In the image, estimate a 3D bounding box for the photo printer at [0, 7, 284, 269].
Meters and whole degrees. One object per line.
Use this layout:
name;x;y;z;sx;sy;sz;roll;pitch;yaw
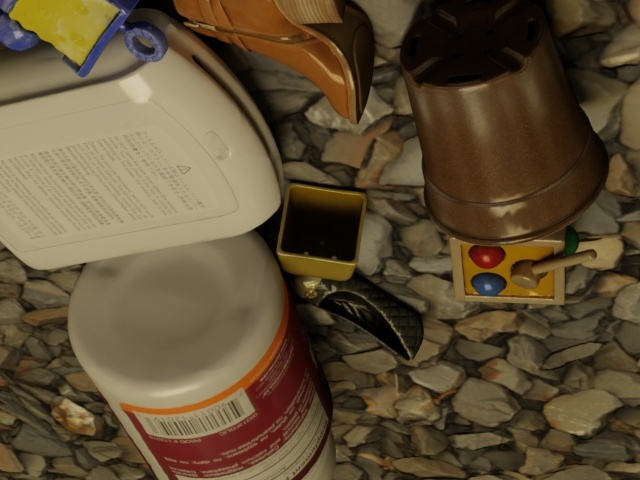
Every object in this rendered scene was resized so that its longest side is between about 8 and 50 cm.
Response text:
photo printer;-0.201;-0.092;1.449;0.307;0.107;0.256;-10;140;25

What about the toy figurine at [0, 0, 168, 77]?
toy figurine;-0.238;-0.175;1.256;0.217;0.191;0.362;27;142;-16

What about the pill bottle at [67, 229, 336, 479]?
pill bottle;-0.109;0.159;1.671;0.224;0.224;0.392;0;147;13

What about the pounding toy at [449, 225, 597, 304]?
pounding toy;0.199;0.009;1.502;0.141;0.100;0.130;2;145;11

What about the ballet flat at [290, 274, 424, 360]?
ballet flat;0.043;0.077;1.677;0.173;0.049;0.057;26;141;-22

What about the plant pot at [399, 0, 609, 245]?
plant pot;0.149;-0.110;1.308;0.167;0.167;0.165;-5;135;19

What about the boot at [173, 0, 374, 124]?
boot;-0.038;-0.178;1.335;0.152;0.073;0.197;4;144;19

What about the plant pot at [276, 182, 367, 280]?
plant pot;0.000;0.000;1.559;0.081;0.081;0.083;8;155;1
